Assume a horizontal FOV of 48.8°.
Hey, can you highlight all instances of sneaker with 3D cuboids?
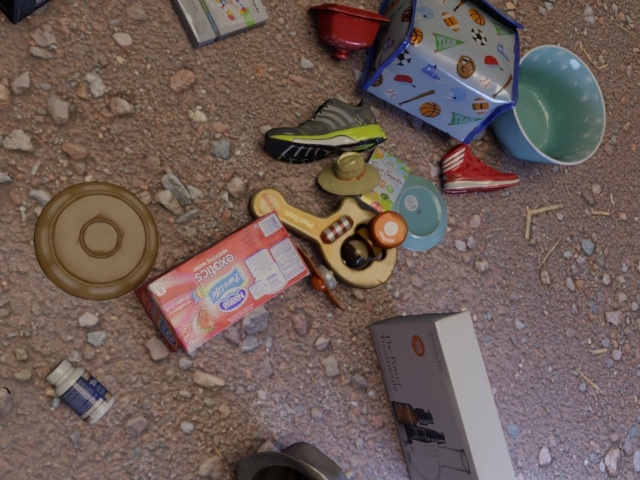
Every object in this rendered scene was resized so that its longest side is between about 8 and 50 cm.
[{"bbox_3d":[0.403,-0.188,1.775,0.221,0.087,0.128,-6,86,-28],"label":"sneaker"},{"bbox_3d":[0.003,-0.252,1.592,0.299,0.111,0.121,-11,77,-32],"label":"sneaker"}]

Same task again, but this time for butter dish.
[{"bbox_3d":[0.059,-0.479,1.636,0.160,0.160,0.118,5,105,-22],"label":"butter dish"}]

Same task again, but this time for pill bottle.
[{"bbox_3d":[-0.444,0.275,1.301,0.120,0.067,0.067,47,66,-12],"label":"pill bottle"}]

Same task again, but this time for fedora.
[{"bbox_3d":[-0.028,0.503,1.408,0.276,0.243,0.124,59,34,-4],"label":"fedora"}]

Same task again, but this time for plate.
[{"bbox_3d":[0.235,-0.068,1.708,0.188,0.024,0.188,4,81,-25],"label":"plate"}]

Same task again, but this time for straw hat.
[{"bbox_3d":[0.066,-0.164,1.577,0.144,0.144,0.061,-26,136,-27],"label":"straw hat"}]

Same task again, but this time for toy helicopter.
[{"bbox_3d":[0.000,0.000,1.548,0.355,0.140,0.235,26,81,-9],"label":"toy helicopter"}]

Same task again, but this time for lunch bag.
[{"bbox_3d":[0.305,-0.490,1.700,0.327,0.239,0.386,26,56,-20],"label":"lunch bag"}]

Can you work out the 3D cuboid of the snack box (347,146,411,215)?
[{"bbox_3d":[0.139,-0.135,1.657,0.100,0.037,0.141,31,69,-10],"label":"snack box"}]

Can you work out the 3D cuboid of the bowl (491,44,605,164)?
[{"bbox_3d":[0.566,-0.328,1.831,0.311,0.163,0.312,4,80,-25],"label":"bowl"}]

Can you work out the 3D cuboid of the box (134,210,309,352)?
[{"bbox_3d":[-0.195,0.082,1.409,0.300,0.142,0.154,-33,97,-26],"label":"box"}]

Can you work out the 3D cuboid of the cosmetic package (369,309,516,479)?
[{"bbox_3d":[0.252,0.345,1.506,0.097,0.284,0.378,-15,88,-27],"label":"cosmetic package"}]

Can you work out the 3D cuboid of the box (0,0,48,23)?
[{"bbox_3d":[-0.601,-0.575,1.314,0.165,0.143,0.270,-45,103,-22],"label":"box"}]

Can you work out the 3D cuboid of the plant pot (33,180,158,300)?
[{"bbox_3d":[-0.429,-0.002,1.372,0.236,0.032,0.237,4,80,-26],"label":"plant pot"}]

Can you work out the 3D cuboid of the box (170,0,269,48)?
[{"bbox_3d":[-0.225,-0.519,1.548,0.186,0.038,0.145,-28,95,-28],"label":"box"}]
